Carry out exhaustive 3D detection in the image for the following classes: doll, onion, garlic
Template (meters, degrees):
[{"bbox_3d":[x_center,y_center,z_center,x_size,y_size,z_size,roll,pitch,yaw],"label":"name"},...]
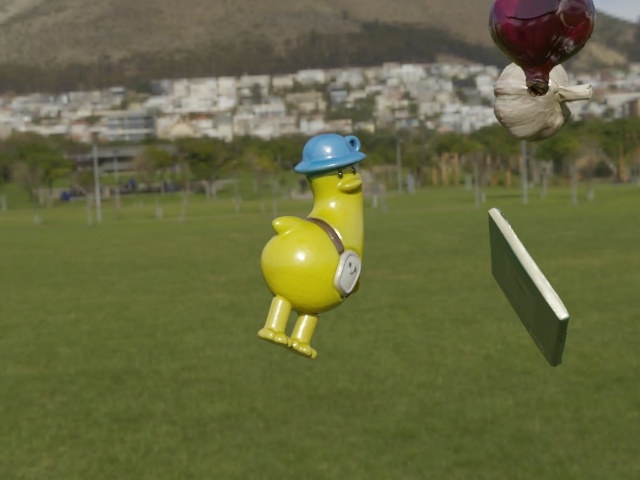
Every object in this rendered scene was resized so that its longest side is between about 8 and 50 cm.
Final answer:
[{"bbox_3d":[0.000,0.000,1.601,0.145,0.363,0.199,1,-22,45],"label":"doll"},{"bbox_3d":[0.384,-0.365,1.824,0.195,0.218,0.140,4,-13,35],"label":"onion"},{"bbox_3d":[0.522,-0.329,2.352,0.218,0.219,0.212,-6,7,-39],"label":"garlic"}]

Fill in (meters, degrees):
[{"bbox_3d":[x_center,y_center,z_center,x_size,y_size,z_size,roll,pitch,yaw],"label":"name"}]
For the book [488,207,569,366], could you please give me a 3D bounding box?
[{"bbox_3d":[0.420,0.105,2.092,0.031,0.264,0.379,-30,-22,-2],"label":"book"}]
